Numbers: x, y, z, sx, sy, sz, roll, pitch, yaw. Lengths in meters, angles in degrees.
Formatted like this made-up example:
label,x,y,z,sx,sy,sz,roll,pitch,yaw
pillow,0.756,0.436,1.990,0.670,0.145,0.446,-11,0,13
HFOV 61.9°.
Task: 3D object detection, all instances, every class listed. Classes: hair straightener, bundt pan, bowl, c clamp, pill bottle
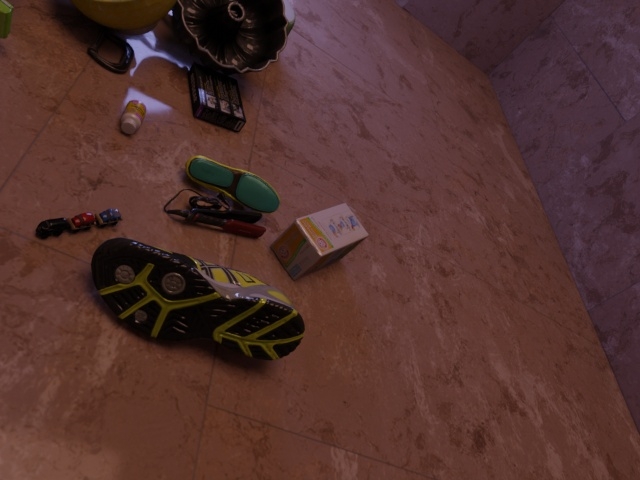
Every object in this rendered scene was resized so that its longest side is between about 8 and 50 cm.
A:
label,x,y,z,sx,sy,sz,roll,pitch,yaw
hair straightener,-0.229,-0.064,1.163,0.231,0.047,0.089,8,53,-34
bundt pan,-0.258,-0.606,1.471,0.331,0.124,0.330,3,84,-36
bowl,-0.469,-0.599,1.299,0.290,0.156,0.289,2,57,-2
c clamp,-0.518,-0.470,1.287,0.137,0.022,0.160,25,39,-34
pill bottle,-0.413,-0.271,1.174,0.043,0.043,0.083,26,40,-25

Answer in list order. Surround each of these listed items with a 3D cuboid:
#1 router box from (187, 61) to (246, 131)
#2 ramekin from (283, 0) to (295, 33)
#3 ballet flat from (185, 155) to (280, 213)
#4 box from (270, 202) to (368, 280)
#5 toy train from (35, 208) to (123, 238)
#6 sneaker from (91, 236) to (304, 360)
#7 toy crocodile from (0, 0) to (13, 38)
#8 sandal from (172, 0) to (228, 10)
label,x,y,z,sx,sy,sz,roll,pitch,yaw
router box,-0.276,-0.381,1.416,0.133,0.046,0.178,14,46,-36
ramekin,-0.228,-0.738,1.724,0.304,0.148,0.303,26,40,-25
ballet flat,-0.202,-0.130,1.225,0.231,0.077,0.077,24,84,-23
box,0.000,0.000,1.261,0.203,0.114,0.103,-22,73,-52
toy train,-0.419,-0.034,0.942,0.158,0.036,0.027,-18,69,-51
sneaker,-0.219,0.102,0.960,0.385,0.145,0.147,27,9,-20
toy crocodile,-0.738,-0.525,1.039,0.340,0.115,0.105,43,39,0
sandal,-0.397,-0.682,1.521,0.318,0.126,0.138,17,35,-21
